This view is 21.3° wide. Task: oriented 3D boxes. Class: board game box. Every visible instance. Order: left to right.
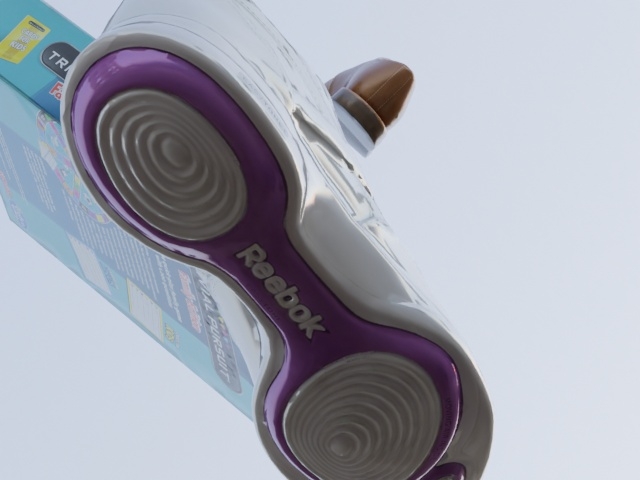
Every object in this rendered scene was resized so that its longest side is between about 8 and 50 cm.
[{"bbox_3d":[-0.143,-0.026,1.356,0.079,0.336,0.254,-41,-29,-22],"label":"board game box"}]

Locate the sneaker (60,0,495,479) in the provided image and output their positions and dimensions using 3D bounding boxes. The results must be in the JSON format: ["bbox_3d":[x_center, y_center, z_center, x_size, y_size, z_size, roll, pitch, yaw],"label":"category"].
[{"bbox_3d":[0.000,0.000,0.795,0.114,0.152,0.305,-20,-60,19],"label":"sneaker"}]

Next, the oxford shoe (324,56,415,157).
[{"bbox_3d":[0.042,-0.120,1.468,0.076,0.212,0.076,-44,-79,-5],"label":"oxford shoe"}]
